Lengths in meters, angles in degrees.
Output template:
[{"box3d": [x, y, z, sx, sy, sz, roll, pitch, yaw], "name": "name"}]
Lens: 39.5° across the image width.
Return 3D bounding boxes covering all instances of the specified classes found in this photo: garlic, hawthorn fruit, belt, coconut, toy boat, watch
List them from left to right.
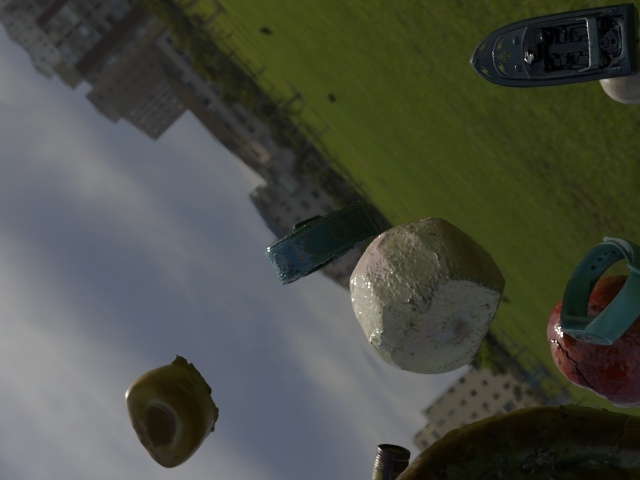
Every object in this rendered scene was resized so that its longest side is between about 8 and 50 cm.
[{"box3d": [-0.007, 0.003, 1.414, 0.163, 0.147, 0.082, -23, -95, -49], "name": "belt"}, {"box3d": [0.207, 0.101, 1.768, 0.297, 0.297, 0.254, 44, -166, -42], "name": "coconut"}, {"box3d": [0.304, -0.250, 1.169, 0.246, 0.093, 0.103, 1, -169, 41], "name": "toy boat"}, {"box3d": [0.500, 0.087, 1.545, 0.068, 0.195, 0.237, 28, 174, -5], "name": "watch"}, {"box3d": [0.615, 0.179, 1.755, 0.276, 0.307, 0.276, 18, -135, -19], "name": "hawthorn fruit"}, {"box3d": [0.593, -0.316, 1.590, 0.090, 0.198, 0.128, 41, -135, -34], "name": "garlic"}]

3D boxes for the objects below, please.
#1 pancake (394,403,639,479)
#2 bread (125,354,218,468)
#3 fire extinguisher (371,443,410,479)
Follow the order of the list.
[{"box3d": [0.213, 0.235, 0.809, 0.054, 0.376, 0.197, 87, 169, -52], "name": "pancake"}, {"box3d": [-0.203, 0.237, 1.249, 0.134, 0.085, 0.173, 64, -177, -2], "name": "bread"}, {"box3d": [0.151, 0.573, 1.911, 0.106, 0.252, 0.075, 10, 180, 30], "name": "fire extinguisher"}]
